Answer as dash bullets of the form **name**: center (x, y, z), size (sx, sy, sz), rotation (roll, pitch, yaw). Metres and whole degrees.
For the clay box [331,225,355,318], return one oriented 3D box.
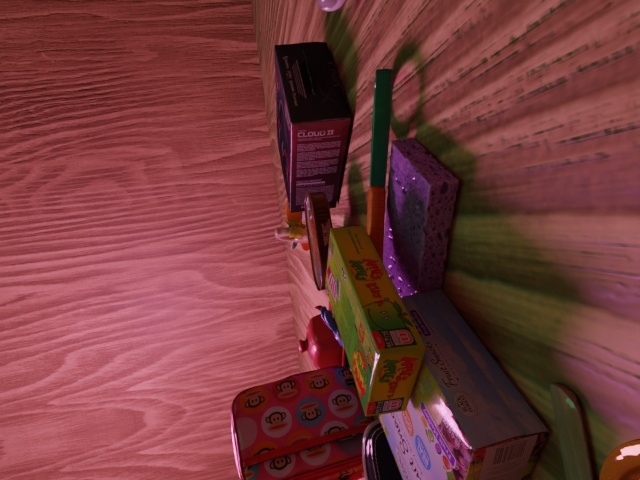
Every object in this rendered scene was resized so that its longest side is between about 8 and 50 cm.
- **clay box**: center (0.047, 0.084, 0.824), size (0.127, 0.053, 0.222), rotation (177, 86, -81)

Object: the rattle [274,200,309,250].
- **rattle**: center (-0.080, -0.051, 1.363), size (0.199, 0.130, 0.143), rotation (25, -132, -69)

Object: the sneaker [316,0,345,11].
- **sneaker**: center (-0.006, -0.448, 0.511), size (0.105, 0.115, 0.282), rotation (-112, 17, -56)

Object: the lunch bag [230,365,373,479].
- **lunch bag**: center (-0.032, 0.416, 0.851), size (0.258, 0.292, 0.120), rotation (-114, 17, -48)

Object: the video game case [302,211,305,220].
- **video game case**: center (-0.067, -0.202, 1.358), size (0.227, 0.026, 0.207), rotation (111, 150, -71)

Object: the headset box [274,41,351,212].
- **headset box**: center (-0.026, -0.230, 0.826), size (0.293, 0.110, 0.218), rotation (98, 162, -59)

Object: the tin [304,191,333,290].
- **tin**: center (0.000, 0.000, 0.775), size (0.106, 0.040, 0.190), rotation (137, 126, -72)

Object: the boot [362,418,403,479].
- **boot**: center (0.128, 0.338, 0.465), size (0.178, 0.085, 0.237), rotation (128, 127, -74)

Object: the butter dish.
- **butter dish**: center (0.000, 0.268, 1.065), size (0.160, 0.118, 0.160), rotation (-111, 16, -51)

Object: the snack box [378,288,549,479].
- **snack box**: center (0.121, 0.186, 0.414), size (0.174, 0.070, 0.207), rotation (-113, 17, -57)

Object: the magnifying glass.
- **magnifying glass**: center (0.071, -0.088, 0.492), size (0.092, 0.026, 0.231), rotation (-8, -77, -85)

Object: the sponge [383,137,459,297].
- **sponge**: center (0.106, 0.003, 0.472), size (0.117, 0.031, 0.210), rotation (-110, 14, -55)

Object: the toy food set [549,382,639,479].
- **toy food set**: center (0.156, 0.165, 0.176), size (0.218, 0.071, 0.128), rotation (-167, 70, -80)

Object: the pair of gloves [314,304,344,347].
- **pair of gloves**: center (0.041, 0.207, 0.873), size (0.159, 0.023, 0.198), rotation (54, 173, 2)

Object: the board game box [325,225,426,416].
- **board game box**: center (0.047, 0.074, 0.428), size (0.181, 0.043, 0.092), rotation (-109, 18, -52)
